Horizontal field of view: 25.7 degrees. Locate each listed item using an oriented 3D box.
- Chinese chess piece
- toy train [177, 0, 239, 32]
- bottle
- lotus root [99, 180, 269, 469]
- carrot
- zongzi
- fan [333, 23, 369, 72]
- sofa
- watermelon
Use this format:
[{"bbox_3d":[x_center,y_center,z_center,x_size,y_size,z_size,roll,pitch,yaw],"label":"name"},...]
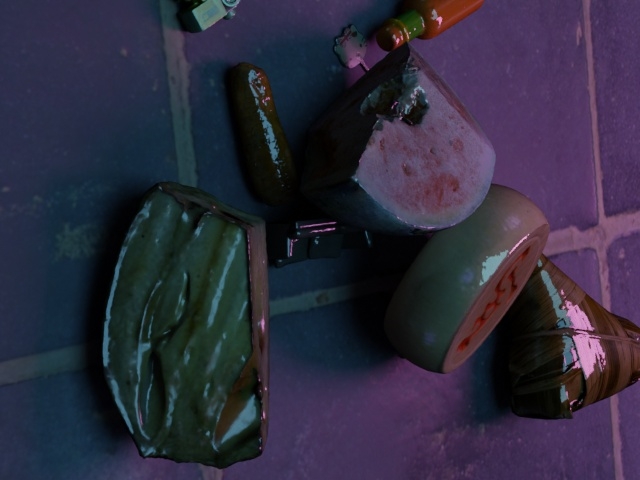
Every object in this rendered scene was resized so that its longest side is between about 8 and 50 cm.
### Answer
[{"bbox_3d":[0.195,0.052,1.854,0.273,0.102,0.273,-48,163,-20],"label":"Chinese chess piece"},{"bbox_3d":[-0.146,-0.308,1.668,0.081,0.050,0.122,-40,116,-23],"label":"toy train"},{"bbox_3d":[0.146,-0.309,1.912,0.187,0.069,0.069,-38,115,-36],"label":"bottle"},{"bbox_3d":[-0.145,0.096,1.629,0.210,0.142,0.314,10,88,-4],"label":"lotus root"},{"bbox_3d":[-0.073,-0.130,1.730,0.060,0.060,0.186,-27,105,-38],"label":"carrot"},{"bbox_3d":[0.378,0.102,2.099,0.286,0.134,0.288,-14,92,-47],"label":"zongzi"},{"bbox_3d":[0.049,-0.246,1.869,0.056,0.004,0.083,-53,124,-27],"label":"fan"},{"bbox_3d":[0.000,0.000,1.778,0.147,0.085,0.060,-7,93,-42],"label":"sofa"},{"bbox_3d":[0.088,-0.092,1.767,0.188,0.175,0.322,50,45,-16],"label":"watermelon"}]
